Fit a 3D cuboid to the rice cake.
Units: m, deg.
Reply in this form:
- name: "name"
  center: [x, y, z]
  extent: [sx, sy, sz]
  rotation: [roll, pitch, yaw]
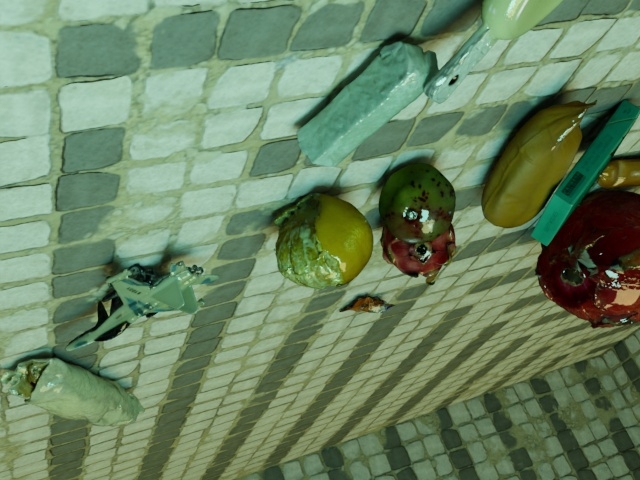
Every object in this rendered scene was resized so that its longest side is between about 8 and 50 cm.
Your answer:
- name: "rice cake"
  center: [0.052, -0.163, 1.026]
  extent: [0.206, 0.063, 0.069]
  rotation: [-38, 161, 29]

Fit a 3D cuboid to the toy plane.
- name: "toy plane"
  center: [-0.286, 0.095, 1.267]
  extent: [0.262, 0.088, 0.192]
  rotation: [-21, 154, 20]

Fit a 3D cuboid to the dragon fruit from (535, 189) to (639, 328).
- name: "dragon fruit"
  center: [0.602, 0.041, 1.736]
  extent: [0.302, 0.295, 0.295]
  rotation: [-23, 161, -35]

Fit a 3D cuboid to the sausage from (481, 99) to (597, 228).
- name: "sausage"
  center: [0.344, -0.129, 1.335]
  extent: [0.112, 0.112, 0.328]
  rotation: [-16, 156, -17]

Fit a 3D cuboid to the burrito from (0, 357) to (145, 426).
- name: "burrito"
  center: [-0.441, 0.283, 1.534]
  extent: [0.117, 0.076, 0.392]
  rotation: [-18, 156, 5]

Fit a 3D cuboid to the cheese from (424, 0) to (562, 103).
- name: "cheese"
  center: [0.203, -0.249, 0.951]
  extent: [0.235, 0.050, 0.127]
  rotation: [-48, 159, 15]

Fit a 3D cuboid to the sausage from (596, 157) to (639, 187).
- name: "sausage"
  center: [0.592, -0.132, 1.633]
  extent: [0.183, 0.054, 0.062]
  rotation: [-7, 121, -30]

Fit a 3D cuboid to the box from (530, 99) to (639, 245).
- name: "box"
  center: [0.446, -0.111, 1.418]
  extent: [0.226, 0.042, 0.161]
  rotation: [-50, 166, -19]

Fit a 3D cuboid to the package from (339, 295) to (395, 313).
- name: "package"
  center: [0.103, 0.139, 1.791]
  extent: [0.111, 0.033, 0.077]
  rotation: [9, 167, -30]

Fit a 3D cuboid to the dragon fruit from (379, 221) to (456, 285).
- name: "dragon fruit"
  center: [0.166, -0.003, 1.400]
  extent: [0.133, 0.136, 0.166]
  rotation: [-58, -175, 7]

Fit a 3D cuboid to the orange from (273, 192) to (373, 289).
- name: "orange"
  center: [0.000, 0.000, 1.245]
  extent: [0.156, 0.134, 0.156]
  rotation: [-22, -159, 9]

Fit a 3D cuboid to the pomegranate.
- name: "pomegranate"
  center: [0.153, -0.056, 1.291]
  extent: [0.130, 0.130, 0.130]
  rotation: [-20, 157, -9]
